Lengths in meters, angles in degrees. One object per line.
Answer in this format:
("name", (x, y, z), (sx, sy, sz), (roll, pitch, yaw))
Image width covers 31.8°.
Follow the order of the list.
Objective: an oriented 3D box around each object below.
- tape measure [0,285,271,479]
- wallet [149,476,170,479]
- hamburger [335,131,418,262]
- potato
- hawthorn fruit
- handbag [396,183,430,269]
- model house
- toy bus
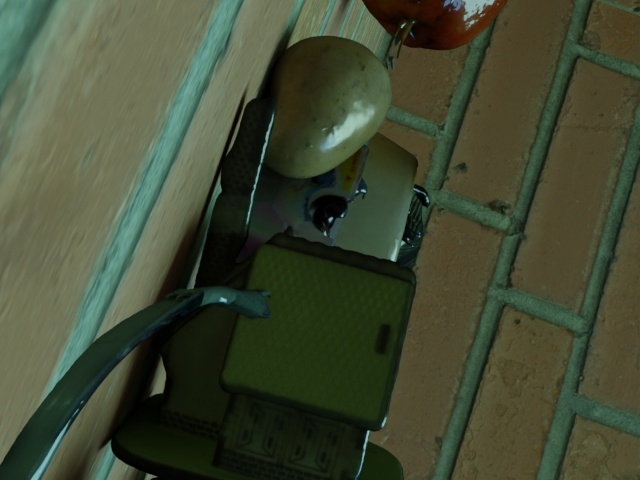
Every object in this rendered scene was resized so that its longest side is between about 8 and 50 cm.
("tape measure", (-0.105, 0.118, 0.359), (0.330, 0.084, 0.164), (-65, 178, -58))
("wallet", (-0.116, 0.348, 0.962), (0.406, 0.228, 0.062), (-66, 142, -58))
("hamburger", (0.000, 0.000, 1.275), (0.302, 0.170, 0.302), (-163, -90, -88))
("potato", (0.001, -0.118, 0.969), (0.147, 0.112, 0.112), (-54, 171, -32))
("hawthorn fruit", (0.142, -0.341, 1.473), (0.299, 0.211, 0.211), (-59, 175, -22))
("handbag", (0.049, 0.001, 1.888), (0.341, 0.240, 0.247), (-63, 170, -71))
("model house", (-0.008, 0.045, 0.840), (0.205, 0.218, 0.279), (-68, 174, -84))
("toy bus", (-0.013, -0.054, 1.046), (0.090, 0.112, 0.274), (109, 1, -45))
